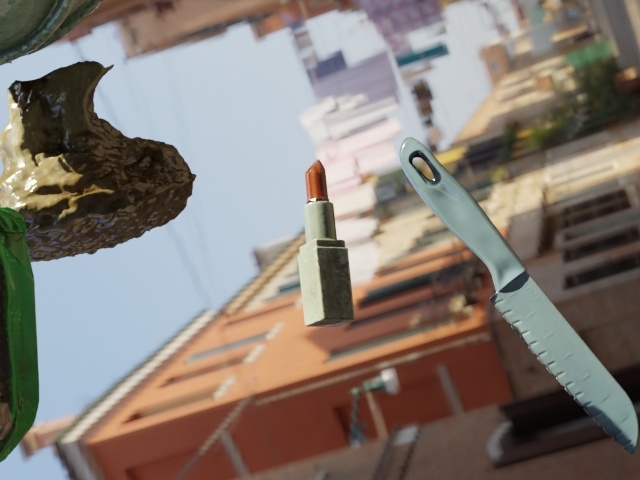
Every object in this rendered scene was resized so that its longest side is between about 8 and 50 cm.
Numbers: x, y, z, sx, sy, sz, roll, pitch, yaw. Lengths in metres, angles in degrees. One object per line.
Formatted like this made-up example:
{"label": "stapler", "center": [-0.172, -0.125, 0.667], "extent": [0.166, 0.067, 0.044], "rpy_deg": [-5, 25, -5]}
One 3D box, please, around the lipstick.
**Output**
{"label": "lipstick", "center": [0.001, 0.000, 1.028], "extent": [0.030, 0.030, 0.129], "rpy_deg": [2, -106, -29]}

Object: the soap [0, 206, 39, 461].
{"label": "soap", "center": [-0.354, 0.062, 1.000], "extent": [0.098, 0.273, 0.218], "rpy_deg": [25, -119, -86]}

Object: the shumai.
{"label": "shumai", "center": [-0.233, -0.081, 1.318], "extent": [0.166, 0.206, 0.175], "rpy_deg": [-32, 72, 58]}

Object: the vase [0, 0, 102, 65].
{"label": "vase", "center": [-0.221, -0.368, 1.218], "extent": [0.250, 0.445, 0.250], "rpy_deg": [41, -155, -24]}

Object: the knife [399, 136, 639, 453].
{"label": "knife", "center": [0.159, 0.042, 1.093], "extent": [0.313, 0.044, 0.019], "rpy_deg": [51, 167, 10]}
